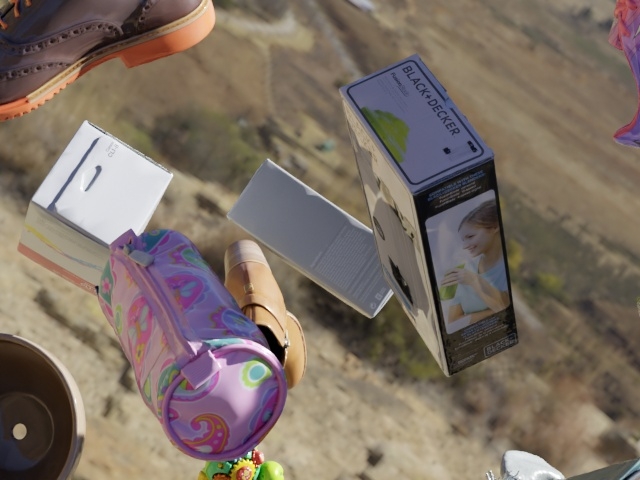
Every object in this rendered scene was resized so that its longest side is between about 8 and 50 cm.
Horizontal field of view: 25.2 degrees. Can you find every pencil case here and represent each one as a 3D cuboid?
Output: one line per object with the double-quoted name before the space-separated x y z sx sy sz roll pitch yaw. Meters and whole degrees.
"pencil case" -0.126 0.087 1.315 0.124 0.124 0.284 25 13 -29

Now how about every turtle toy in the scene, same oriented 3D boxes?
"turtle toy" -0.113 0.332 2.095 0.130 0.095 0.066 19 6 -36

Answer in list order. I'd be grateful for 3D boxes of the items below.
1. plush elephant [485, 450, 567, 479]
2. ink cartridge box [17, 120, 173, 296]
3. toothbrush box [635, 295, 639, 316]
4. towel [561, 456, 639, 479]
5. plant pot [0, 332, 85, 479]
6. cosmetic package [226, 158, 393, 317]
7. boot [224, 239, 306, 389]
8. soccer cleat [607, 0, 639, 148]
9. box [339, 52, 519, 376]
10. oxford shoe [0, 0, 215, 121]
"plush elephant" 0.343 0.474 2.255 0.255 0.330 0.272 -8 32 -32
"ink cartridge box" -0.275 -0.035 1.729 0.127 0.128 0.176 31 -24 -4
"toothbrush box" 0.497 0.079 1.540 0.206 0.283 0.122 24 53 -80
"towel" 0.119 0.333 1.312 0.370 0.271 0.040 -34 89 -29
"plant pot" -0.398 0.239 1.799 0.237 0.237 0.110 41 -1 15
"cosmetic package" 0.000 0.000 1.896 0.238 0.107 0.127 37 -2 1
"boot" -0.072 0.160 2.105 0.109 0.283 0.220 -12 33 -3
"soccer cleat" 0.330 -0.242 1.381 0.116 0.318 0.108 -4 10 18
"box" 0.111 -0.020 1.420 0.290 0.087 0.169 75 -12 -49
"oxford shoe" -0.216 -0.169 1.092 0.271 0.098 0.097 -25 46 -16
